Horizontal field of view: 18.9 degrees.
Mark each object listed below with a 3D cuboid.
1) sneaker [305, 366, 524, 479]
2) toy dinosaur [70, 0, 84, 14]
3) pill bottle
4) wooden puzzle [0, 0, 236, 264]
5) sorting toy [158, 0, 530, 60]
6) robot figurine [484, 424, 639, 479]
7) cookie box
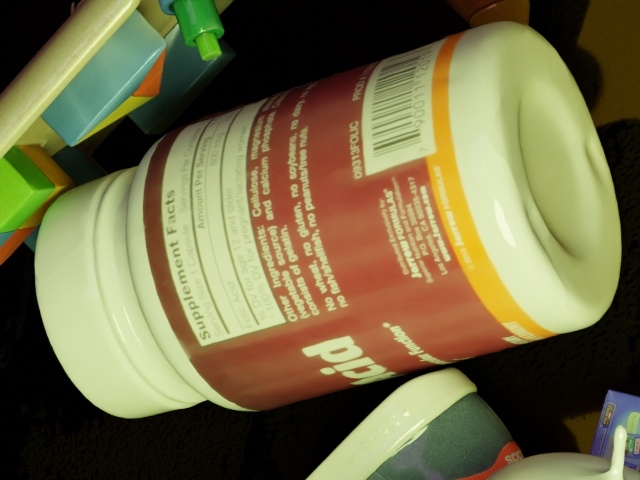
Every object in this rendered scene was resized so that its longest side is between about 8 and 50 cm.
[{"bbox_3d":[0.017,0.255,1.385,0.148,0.131,0.350,48,113,13],"label":"sneaker"},{"bbox_3d":[-0.181,-0.212,1.650,0.092,0.053,0.183,-52,7,47],"label":"toy dinosaur"},{"bbox_3d":[0.000,0.000,1.407,0.392,0.224,0.224,-16,67,27],"label":"pill bottle"},{"bbox_3d":[-0.189,-0.088,1.524,0.080,0.348,0.322,44,102,2],"label":"wooden puzzle"},{"bbox_3d":[0.031,-0.181,1.390,0.127,0.365,0.126,-34,71,50],"label":"sorting toy"},{"bbox_3d":[0.127,0.279,1.222,0.353,0.300,0.200,-52,28,16],"label":"robot figurine"},{"bbox_3d":[0.240,0.161,1.318,0.107,0.040,0.092,13,82,35],"label":"cookie box"}]
